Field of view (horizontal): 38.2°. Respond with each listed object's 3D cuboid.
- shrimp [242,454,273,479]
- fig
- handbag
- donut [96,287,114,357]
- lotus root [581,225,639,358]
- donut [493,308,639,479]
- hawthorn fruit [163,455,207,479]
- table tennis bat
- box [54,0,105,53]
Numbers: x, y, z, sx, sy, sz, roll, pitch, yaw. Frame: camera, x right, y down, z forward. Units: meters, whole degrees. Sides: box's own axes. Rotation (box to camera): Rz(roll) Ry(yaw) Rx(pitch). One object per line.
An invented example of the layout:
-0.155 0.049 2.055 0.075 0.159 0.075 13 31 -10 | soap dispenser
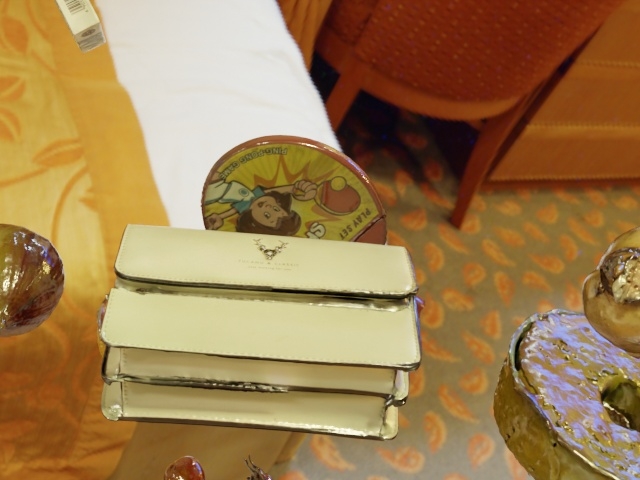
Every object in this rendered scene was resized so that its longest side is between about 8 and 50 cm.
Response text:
-0.090 0.450 1.557 0.073 0.074 0.190 -25 98 -34 | shrimp
-0.587 0.111 1.671 0.216 0.217 0.321 18 25 -13 | fig
-0.070 0.092 1.111 0.358 0.160 0.237 5 39 -5 | handbag
-0.262 0.158 1.402 0.181 0.078 0.146 24 44 -14 | donut
0.188 0.031 0.522 0.063 0.072 0.152 48 13 34 | lotus root
0.293 0.193 0.950 0.271 0.107 0.272 17 30 -10 | donut
-0.228 0.407 1.570 0.077 0.077 0.077 14 47 -16 | hawthorn fruit
0.000 0.000 1.451 0.414 0.268 0.051 38 24 -19 | table tennis bat
-0.187 -0.177 0.701 0.024 0.083 0.054 -29 97 -8 | box
